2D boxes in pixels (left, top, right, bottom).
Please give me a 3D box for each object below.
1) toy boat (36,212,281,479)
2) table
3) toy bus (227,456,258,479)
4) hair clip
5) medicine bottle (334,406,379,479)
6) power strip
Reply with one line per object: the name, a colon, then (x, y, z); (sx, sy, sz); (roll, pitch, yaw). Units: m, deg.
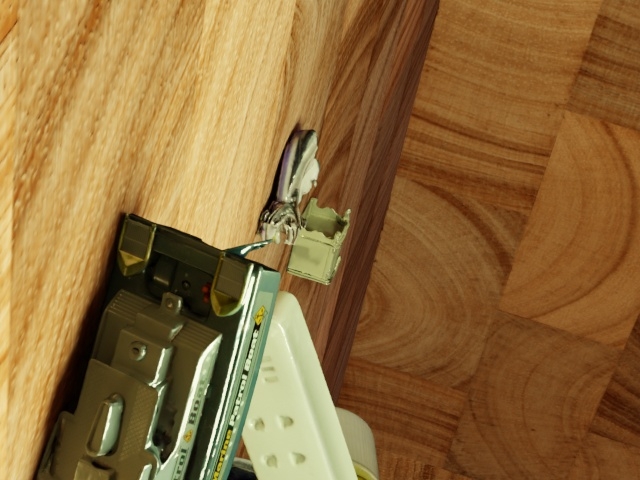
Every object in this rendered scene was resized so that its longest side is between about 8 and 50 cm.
toy boat: (-0.119, 0.133, 1.062); (0.122, 0.114, 0.296); (-2, 111, -63)
table: (0.000, 0.000, 2.112); (0.079, 0.062, 0.083); (-65, 170, -59)
toy bus: (-0.103, 0.472, 1.780); (0.440, 0.209, 0.249); (-64, 171, -57)
hair clip: (-0.025, -0.062, 1.750); (0.172, 0.049, 0.116); (-71, 179, -45)
medicine bottle: (0.001, 0.444, 2.320); (0.384, 0.224, 0.224); (-93, -168, -48)
power strip: (-0.020, 0.232, 1.632); (0.062, 0.091, 0.385); (-58, 136, -57)
